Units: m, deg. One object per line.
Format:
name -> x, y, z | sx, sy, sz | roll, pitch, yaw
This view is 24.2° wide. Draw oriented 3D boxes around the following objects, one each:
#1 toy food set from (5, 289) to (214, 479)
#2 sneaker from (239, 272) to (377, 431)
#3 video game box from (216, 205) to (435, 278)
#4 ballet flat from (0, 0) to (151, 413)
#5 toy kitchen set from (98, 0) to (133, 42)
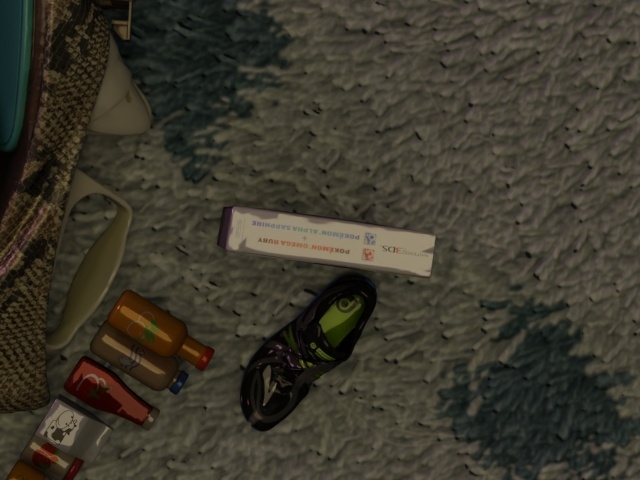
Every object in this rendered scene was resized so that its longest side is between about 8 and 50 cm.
toy food set -> -0.205, 0.170, 1.444 | 0.104, 0.111, 0.232 | 32, 86, -6
sneaker -> -0.013, 0.108, 1.478 | 0.067, 0.078, 0.188 | 42, 89, -6
video game box -> 0.000, 0.000, 1.412 | 0.187, 0.205, 0.048 | 10, 90, -7
ballet flat -> -0.261, -0.063, 1.425 | 0.182, 0.164, 0.483 | 10, 98, -28
toy kitchen set -> -0.219, -0.228, 1.439 | 0.075, 0.083, 0.068 | 2, 92, -6
